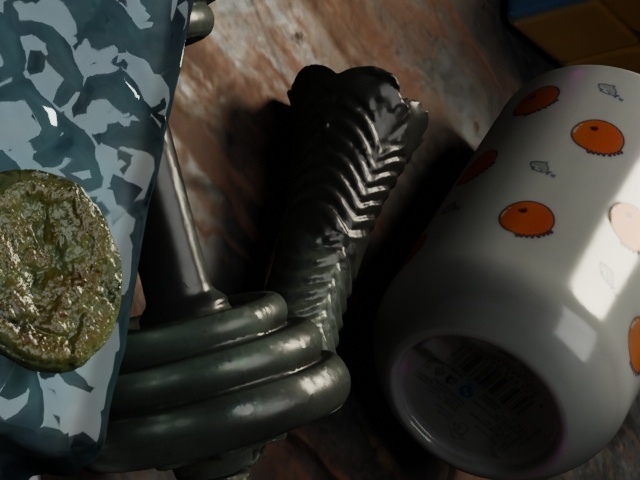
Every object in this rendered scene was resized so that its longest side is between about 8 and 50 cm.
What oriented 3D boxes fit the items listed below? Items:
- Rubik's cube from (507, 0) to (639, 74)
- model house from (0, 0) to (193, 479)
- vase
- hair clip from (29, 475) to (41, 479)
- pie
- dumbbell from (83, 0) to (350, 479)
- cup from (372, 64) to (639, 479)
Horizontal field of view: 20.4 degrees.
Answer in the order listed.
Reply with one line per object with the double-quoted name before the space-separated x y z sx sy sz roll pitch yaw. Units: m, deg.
"Rubik's cube" 0.374 -0.303 1.689 0.291 0.292 0.290 30 57 -46
"model house" -0.280 -0.061 0.769 0.339 0.297 0.360 26 66 -40
"vase" 0.000 0.000 1.269 0.115 0.115 0.237 40 55 -40
"hair clip" -0.157 0.195 1.022 0.292 0.085 0.106 53 38 -38
"pie" -0.112 0.012 0.703 0.084 0.021 0.084 11 72 -37
"dumbbell" -0.102 -0.032 1.069 0.179 0.179 0.406 -19 97 -54
"cup" 0.180 0.030 1.401 0.212 0.212 0.317 61 40 -22
